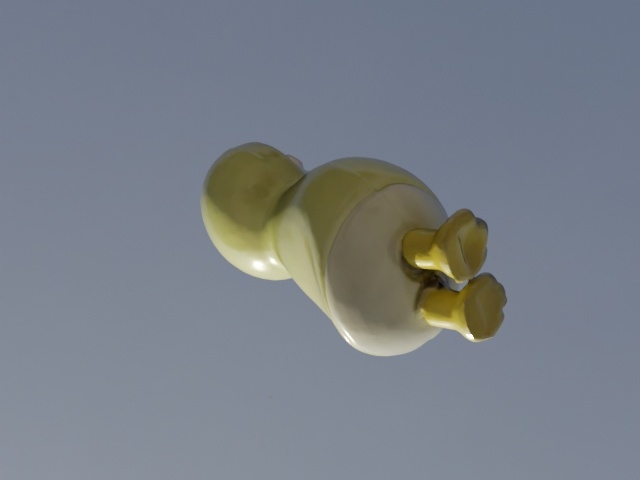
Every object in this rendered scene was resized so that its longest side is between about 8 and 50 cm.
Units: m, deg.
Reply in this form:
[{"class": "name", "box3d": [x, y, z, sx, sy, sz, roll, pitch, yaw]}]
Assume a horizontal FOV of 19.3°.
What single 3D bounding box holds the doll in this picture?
[{"class": "doll", "box3d": [0.009, -0.007, 1.316, 0.117, 0.296, 0.141, -35, -55, -17]}]
